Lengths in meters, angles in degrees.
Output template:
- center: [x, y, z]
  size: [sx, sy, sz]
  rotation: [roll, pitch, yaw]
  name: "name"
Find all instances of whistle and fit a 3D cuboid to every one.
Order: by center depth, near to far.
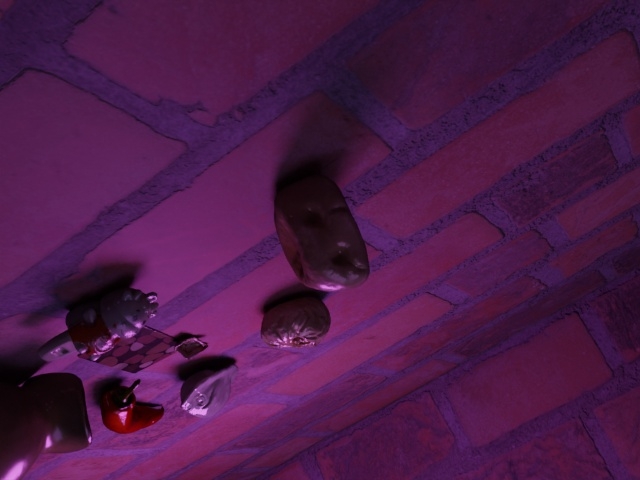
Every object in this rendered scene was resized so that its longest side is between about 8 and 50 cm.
- center: [-0.413, 0.159, 1.428]
  size: [0.253, 0.106, 0.102]
  rotation: [-27, 115, 6]
  name: "whistle"

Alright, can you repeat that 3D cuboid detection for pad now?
- center: [-0.411, 0.245, 1.709]
  size: [0.158, 0.003, 0.235]
  rotation: [-28, 155, 7]
  name: "pad"

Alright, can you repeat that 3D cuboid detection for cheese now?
- center: [0.000, 0.000, 1.357]
  size: [0.117, 0.218, 0.235]
  rotation: [-23, 134, -12]
  name: "cheese"

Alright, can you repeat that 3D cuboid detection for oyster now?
- center: [-0.302, 0.245, 1.770]
  size: [0.051, 0.034, 0.093]
  rotation: [-51, 143, 2]
  name: "oyster"

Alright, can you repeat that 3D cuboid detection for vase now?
- center: [-0.670, 0.381, 1.538]
  size: [0.329, 0.241, 0.302]
  rotation: [-8, -176, 38]
  name: "vase"

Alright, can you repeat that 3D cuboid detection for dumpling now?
- center: [-0.298, 0.380, 1.986]
  size: [0.108, 0.153, 0.219]
  rotation: [15, -179, 16]
  name: "dumpling"

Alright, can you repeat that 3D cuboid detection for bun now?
- center: [-0.055, 0.207, 1.826]
  size: [0.164, 0.111, 0.188]
  rotation: [-29, 158, 18]
  name: "bun"

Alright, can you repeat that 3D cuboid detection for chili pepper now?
- center: [-0.482, 0.419, 1.918]
  size: [0.137, 0.092, 0.368]
  rotation: [-38, 166, -16]
  name: "chili pepper"
